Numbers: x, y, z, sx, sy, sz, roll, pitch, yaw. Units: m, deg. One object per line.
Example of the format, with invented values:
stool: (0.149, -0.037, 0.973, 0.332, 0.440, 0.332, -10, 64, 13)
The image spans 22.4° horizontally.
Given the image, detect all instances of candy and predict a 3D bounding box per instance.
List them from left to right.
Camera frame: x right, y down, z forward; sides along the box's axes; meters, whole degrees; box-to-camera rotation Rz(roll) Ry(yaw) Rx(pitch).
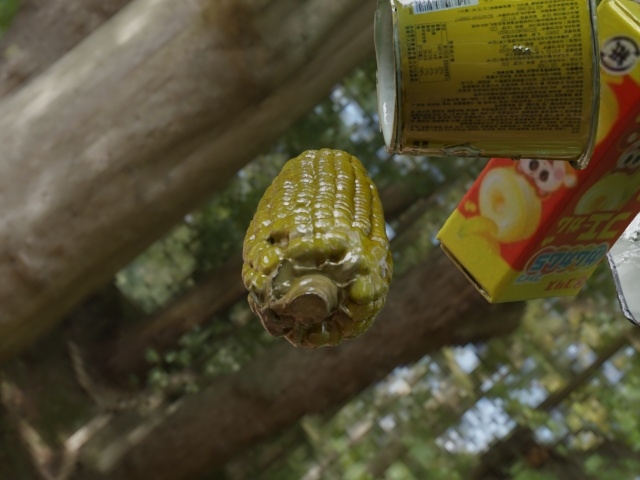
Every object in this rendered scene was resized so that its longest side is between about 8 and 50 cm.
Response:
candy: (0.233, -0.074, 1.396, 0.146, 0.276, 0.088, -2, 45, -49)

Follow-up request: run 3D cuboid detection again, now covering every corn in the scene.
corn: (0.000, 0.000, 1.074, 0.097, 0.097, 0.262, 51, 13, -12)

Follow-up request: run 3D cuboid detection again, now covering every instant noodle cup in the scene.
instant noodle cup: (0.116, -0.137, 1.190, 0.182, 0.144, 0.182, 176, -90, -87)

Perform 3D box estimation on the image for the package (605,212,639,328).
package: (0.382, 0.005, 1.797, 0.040, 0.166, 0.232, 121, -35, -52)

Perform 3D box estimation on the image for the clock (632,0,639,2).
clock: (0.444, -0.210, 1.822, 0.071, 0.192, 0.147, -152, -120, -61)
